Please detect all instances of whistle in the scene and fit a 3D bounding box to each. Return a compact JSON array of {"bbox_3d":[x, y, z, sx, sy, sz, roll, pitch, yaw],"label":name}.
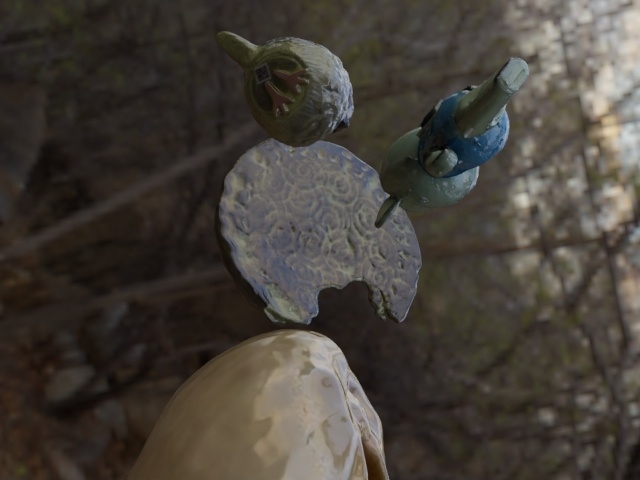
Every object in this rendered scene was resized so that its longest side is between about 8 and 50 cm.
[{"bbox_3d":[0.114,-0.083,1.476,0.077,0.114,0.235,40,-30,-2],"label":"whistle"}]

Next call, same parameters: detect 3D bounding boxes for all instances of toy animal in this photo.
[{"bbox_3d":[-0.029,-0.142,1.604,0.137,0.098,0.098,40,-17,22],"label":"toy animal"}]

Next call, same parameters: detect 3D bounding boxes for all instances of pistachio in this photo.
[{"bbox_3d":[-0.060,0.218,1.477,0.309,0.230,0.230,-58,173,-8],"label":"pistachio"}]

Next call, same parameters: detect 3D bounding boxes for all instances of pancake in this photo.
[{"bbox_3d":[0.000,0.000,2.159,0.286,0.033,0.288,47,49,-12],"label":"pancake"}]
